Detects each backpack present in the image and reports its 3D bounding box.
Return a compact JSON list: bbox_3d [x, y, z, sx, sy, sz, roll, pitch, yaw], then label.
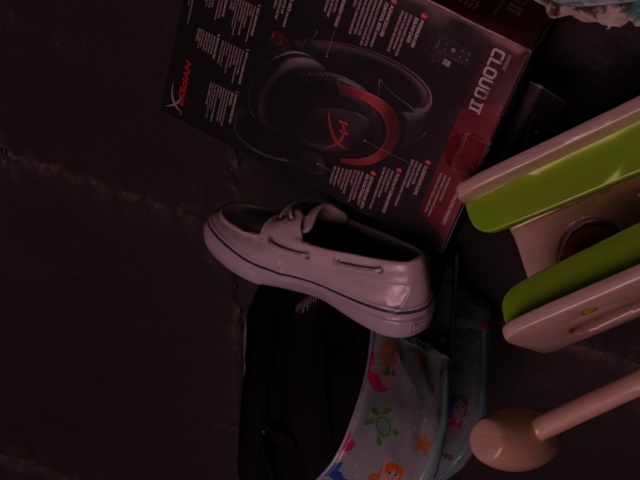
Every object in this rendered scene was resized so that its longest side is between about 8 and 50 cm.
[{"bbox_3d":[0.030,0.133,1.252,0.191,0.253,0.225,29,138,-22],"label":"backpack"}]

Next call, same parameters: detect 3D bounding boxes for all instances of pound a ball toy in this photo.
[{"bbox_3d":[0.243,0.019,1.023,0.319,0.136,0.208,-27,67,26],"label":"pound a ball toy"}]

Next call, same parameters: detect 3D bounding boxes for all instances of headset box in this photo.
[{"bbox_3d":[0.042,-0.140,1.112,0.293,0.110,0.218,27,136,9],"label":"headset box"}]

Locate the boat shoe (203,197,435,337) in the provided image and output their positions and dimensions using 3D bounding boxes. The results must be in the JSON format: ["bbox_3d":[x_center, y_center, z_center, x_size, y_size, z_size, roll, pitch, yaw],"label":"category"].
[{"bbox_3d":[0.000,0.000,1.162,0.226,0.083,0.075,21,126,30],"label":"boat shoe"}]

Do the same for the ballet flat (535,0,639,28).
[{"bbox_3d":[0.320,-0.207,0.879,0.409,0.147,0.147,4,128,26],"label":"ballet flat"}]
